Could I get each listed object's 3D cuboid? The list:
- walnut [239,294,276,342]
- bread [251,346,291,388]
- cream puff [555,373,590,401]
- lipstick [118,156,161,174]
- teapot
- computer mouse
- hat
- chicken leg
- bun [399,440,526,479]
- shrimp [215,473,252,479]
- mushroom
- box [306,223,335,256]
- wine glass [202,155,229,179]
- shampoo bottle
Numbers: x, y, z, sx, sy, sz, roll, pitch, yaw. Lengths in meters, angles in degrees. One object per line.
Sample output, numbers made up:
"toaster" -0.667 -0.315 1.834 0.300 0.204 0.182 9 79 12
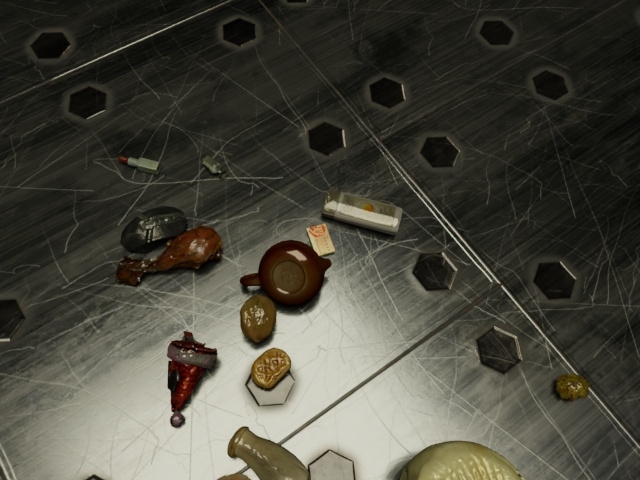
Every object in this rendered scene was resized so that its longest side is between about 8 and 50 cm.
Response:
"walnut" -0.165 0.205 1.502 0.105 0.105 0.125 0 66 -4
"bread" -0.129 0.327 1.480 0.083 0.044 0.110 40 68 18
"cream puff" 0.660 0.381 1.499 0.083 0.058 0.083 22 64 8
"lipstick" -0.545 -0.230 1.712 0.129 0.030 0.030 14 66 3
"teapot" -0.095 0.088 1.557 0.251 0.135 0.178 -10 95 11
"computer mouse" -0.472 -0.036 1.612 0.192 0.062 0.106 -24 70 -13
"hat" -0.345 0.348 1.436 0.140 0.128 0.228 5 78 44
"chicken leg" -0.416 0.049 1.569 0.304 0.093 0.113 -21 81 -8
"bun" 0.310 0.646 1.278 0.364 0.202 0.365 4 61 -8
"shrimp" -0.181 0.650 1.328 0.152 0.046 0.219 -27 69 -11
"mushroom" -0.109 0.539 1.357 0.247 0.096 0.108 38 69 18
"box" 0.000 0.000 1.652 0.058 0.015 0.093 -16 68 -9
"wine glass" -0.317 -0.221 1.722 0.083 0.039 0.042 40 71 18
"shampoo bottle" 0.121 -0.084 1.676 0.227 0.056 0.086 16 64 4
